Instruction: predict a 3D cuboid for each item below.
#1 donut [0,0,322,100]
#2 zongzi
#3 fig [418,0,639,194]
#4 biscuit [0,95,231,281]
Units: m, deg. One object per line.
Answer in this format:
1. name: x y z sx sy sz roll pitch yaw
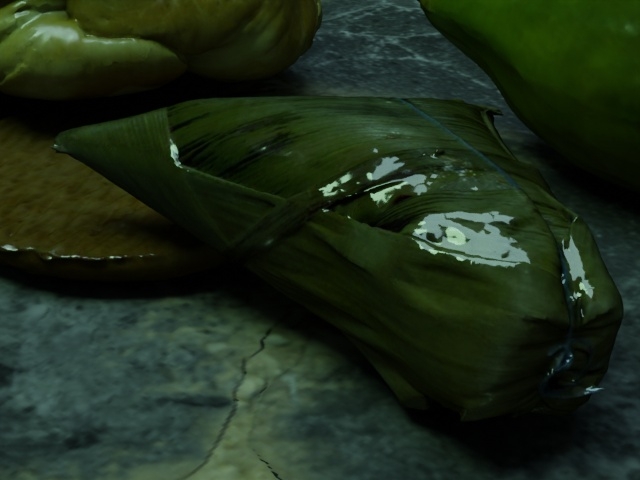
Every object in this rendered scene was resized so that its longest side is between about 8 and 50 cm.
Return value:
1. donut: -0.162 -0.202 0.936 0.360 0.170 0.360 -1 17 0
2. zongzi: 0.000 0.000 0.619 0.274 0.125 0.251 5 25 -17
3. fig: 0.236 -0.148 0.853 0.233 0.233 0.314 -22 27 -38
4. biscuit: -0.132 -0.039 0.798 0.262 0.037 0.262 2 29 -1
